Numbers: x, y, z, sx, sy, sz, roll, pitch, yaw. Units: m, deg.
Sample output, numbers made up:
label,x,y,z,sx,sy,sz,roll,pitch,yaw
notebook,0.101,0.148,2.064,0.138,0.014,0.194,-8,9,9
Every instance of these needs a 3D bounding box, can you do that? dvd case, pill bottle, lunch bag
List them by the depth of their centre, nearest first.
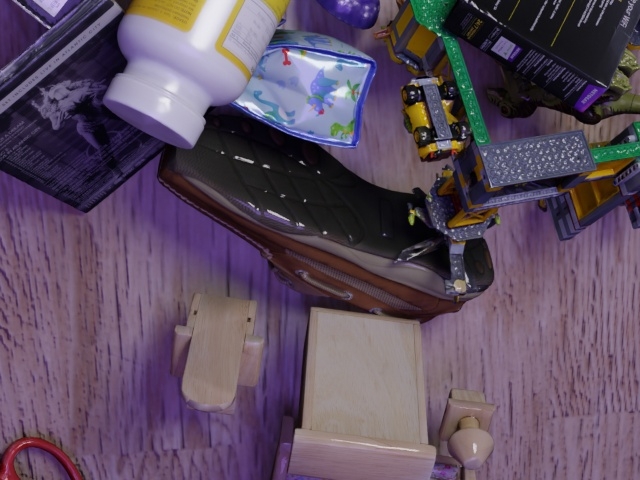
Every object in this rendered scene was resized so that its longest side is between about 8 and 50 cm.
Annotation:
label,x,y,z,sx,sy,sz,roll,pitch,yaw
pill bottle,-0.086,-0.166,0.787,0.103,0.103,0.184,29,81,-16
dvd case,-0.189,-0.105,0.876,0.164,0.221,0.018,-38,70,5
lunch bag,-0.040,-0.143,0.911,0.151,0.129,0.096,9,103,-9

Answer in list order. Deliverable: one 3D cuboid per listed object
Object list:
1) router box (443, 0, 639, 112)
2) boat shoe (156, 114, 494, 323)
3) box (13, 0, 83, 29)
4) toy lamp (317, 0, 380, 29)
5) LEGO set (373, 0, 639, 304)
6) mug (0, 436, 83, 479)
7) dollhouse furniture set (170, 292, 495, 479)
label,x,y,z,sx,sy,sz,roll,pitch,yaw
router box,0.195,-0.210,0.854,0.133,0.046,0.179,31,65,-3
boat shoe,0.000,0.000,0.967,0.324,0.122,0.120,24,132,-17
box,-0.172,-0.259,0.843,0.077,0.147,0.180,39,98,-18
toy lamp,0.093,-0.300,0.866,0.080,0.080,0.274,30,123,-17
LEGO set,0.192,-0.107,0.948,0.331,0.192,0.255,-17,76,-21
mug,-0.279,0.288,1.033,0.169,0.113,0.150,34,102,-21
dollhouse furniture set,-0.005,0.256,0.998,0.303,0.174,0.355,9,123,-3
